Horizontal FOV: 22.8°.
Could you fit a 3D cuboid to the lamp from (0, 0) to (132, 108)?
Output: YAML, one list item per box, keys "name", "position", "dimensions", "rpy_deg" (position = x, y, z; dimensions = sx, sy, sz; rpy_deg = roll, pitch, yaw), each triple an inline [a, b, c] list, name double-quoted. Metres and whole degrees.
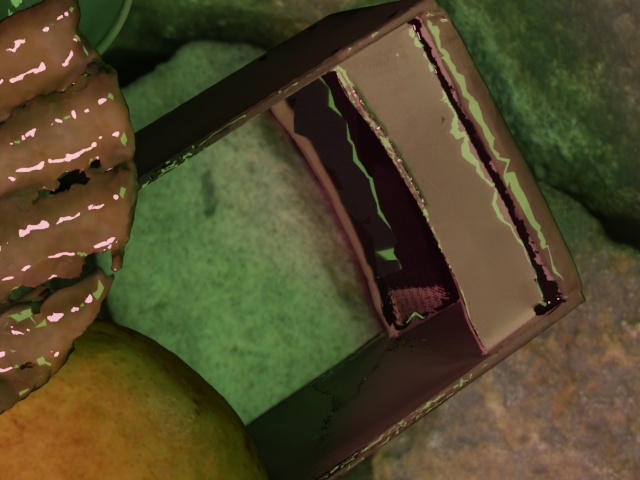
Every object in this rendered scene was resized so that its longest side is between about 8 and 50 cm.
- name: "lamp"
  position: [-0.205, -0.161, 1.034]
  dimensions: [0.179, 0.108, 0.246]
  rpy_deg: [-7, 96, -20]

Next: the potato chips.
- name: "potato chips"
  position: [-0.310, -0.027, 0.875]
  dimensions: [0.389, 0.097, 0.373]
  rpy_deg: [-41, 65, -12]

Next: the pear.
- name: "pear"
  position: [-0.173, 0.186, 0.974]
  dimensions: [0.304, 0.304, 0.304]
  rpy_deg: [-1, 94, -25]

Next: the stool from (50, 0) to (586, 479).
- name: "stool"
  position: [0.000, 0.000, 1.105]
  dimensions: [0.270, 0.170, 0.243]
  rpy_deg: [-34, 105, -19]
